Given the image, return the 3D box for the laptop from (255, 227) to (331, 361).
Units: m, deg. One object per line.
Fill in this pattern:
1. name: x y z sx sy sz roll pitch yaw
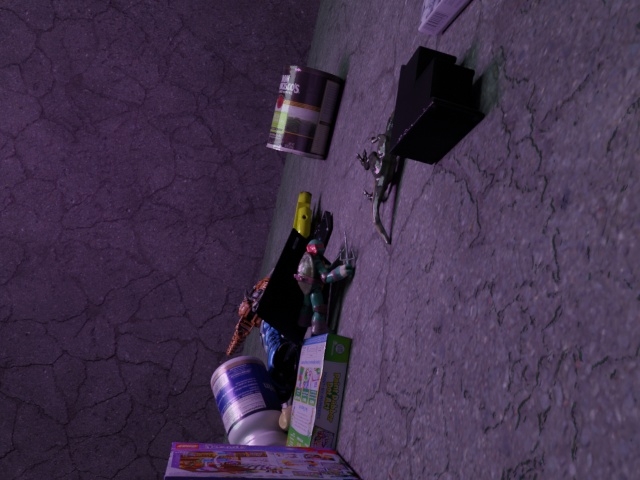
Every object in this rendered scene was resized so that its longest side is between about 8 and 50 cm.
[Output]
1. laptop: -0.076 0.142 1.415 0.264 0.137 0.234 123 172 -63

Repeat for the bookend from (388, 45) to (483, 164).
1. bookend: 0.165 -0.213 0.814 0.156 0.073 0.157 131 150 -68

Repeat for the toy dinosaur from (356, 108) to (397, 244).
1. toy dinosaur: 0.110 -0.124 1.063 0.118 0.064 0.267 171 108 -72

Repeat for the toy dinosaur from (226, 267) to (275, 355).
1. toy dinosaur: -0.217 0.226 1.911 0.322 0.164 0.218 -36 -6 -3

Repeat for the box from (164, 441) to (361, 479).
1. box: -0.100 0.383 0.933 0.201 0.294 0.057 153 122 -78

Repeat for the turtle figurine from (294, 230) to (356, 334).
1. turtle figurine: 0.000 0.085 1.285 0.175 0.118 0.234 -144 60 -79

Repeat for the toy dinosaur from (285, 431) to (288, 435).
1. toy dinosaur: -0.095 0.499 1.511 0.082 0.047 0.090 -58 3 8

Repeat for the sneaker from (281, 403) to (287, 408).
1. sneaker: -0.152 0.520 1.644 0.090 0.095 0.235 110 169 -46

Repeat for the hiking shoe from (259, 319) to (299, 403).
1. hiking shoe: -0.102 0.304 1.639 0.132 0.113 0.303 123 148 -45

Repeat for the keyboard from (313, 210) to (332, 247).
1. keyboard: 0.000 0.000 1.631 0.108 0.023 0.180 -99 24 -48

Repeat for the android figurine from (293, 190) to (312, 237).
1. android figurine: -0.067 -0.011 1.841 0.248 0.056 0.272 106 172 -67

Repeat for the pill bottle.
1. pill bottle: -0.173 0.438 1.457 0.264 0.153 0.153 59 141 42

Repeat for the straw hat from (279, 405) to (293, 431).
1. straw hat: -0.066 0.423 1.369 0.144 0.061 0.144 -169 90 -80

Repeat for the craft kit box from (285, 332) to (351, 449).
1. craft kit box: -0.010 0.325 1.200 0.250 0.061 0.246 137 147 -73

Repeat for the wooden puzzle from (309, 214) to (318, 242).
1. wooden puzzle: -0.025 -0.018 1.808 0.078 0.014 0.116 116 163 -54

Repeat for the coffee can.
1. coffee can: -0.054 -0.424 1.922 0.201 0.202 0.275 -126 48 -77

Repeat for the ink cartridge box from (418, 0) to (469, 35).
1. ink cartridge box: 0.220 -0.457 0.884 0.206 0.045 0.208 152 131 -78
